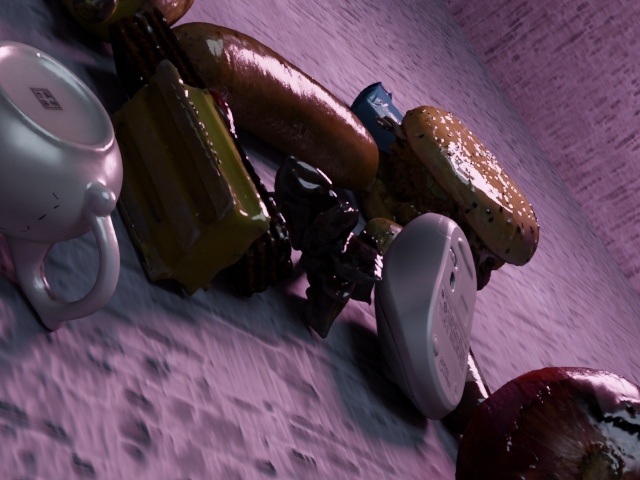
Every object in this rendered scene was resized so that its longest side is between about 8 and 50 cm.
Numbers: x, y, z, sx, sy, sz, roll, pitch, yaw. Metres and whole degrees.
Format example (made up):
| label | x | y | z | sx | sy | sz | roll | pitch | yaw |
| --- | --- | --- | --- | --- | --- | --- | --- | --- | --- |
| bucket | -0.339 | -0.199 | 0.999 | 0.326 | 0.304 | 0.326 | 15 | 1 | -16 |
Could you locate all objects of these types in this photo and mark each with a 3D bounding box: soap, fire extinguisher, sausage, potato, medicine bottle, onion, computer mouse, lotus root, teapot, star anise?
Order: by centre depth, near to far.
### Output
| label | x | y | z | sx | sy | sz | roll | pitch | yaw |
| --- | --- | --- | --- | --- | --- | --- | --- | --- | --- |
| teapot | -0.271 | -0.067 | 1.138 | 0.299 | 0.166 | 0.208 | 62 | 13 | 13 |
| soap | -0.154 | -0.069 | 1.401 | 0.076 | 0.135 | 0.233 | 25 | 30 | -52 |
| onion | 0.300 | 0.283 | 1.558 | 0.276 | 0.276 | 0.276 | 43 | 19 | -19 |
| star anise | 0.002 | 0.003 | 1.605 | 0.212 | 0.129 | 0.283 | 62 | -15 | 3 |
| lotus root | -0.260 | -0.341 | 1.690 | 0.169 | 0.141 | 0.314 | 45 | 28 | -5 |
| computer mouse | 0.129 | 0.095 | 1.716 | 0.184 | 0.121 | 0.296 | 66 | 30 | -44 |
| fire extinguisher | 0.203 | 0.213 | 1.775 | 0.099 | 0.071 | 0.231 | 41 | 19 | -41 |
| sausage | -0.060 | -0.195 | 1.882 | 0.501 | 0.123 | 0.136 | 26 | 46 | -52 |
| potato | 0.140 | 0.036 | 1.959 | 0.188 | 0.085 | 0.105 | 41 | 18 | -11 |
| medicine bottle | 0.146 | -0.182 | 2.403 | 0.258 | 0.079 | 0.124 | 52 | 18 | 6 |

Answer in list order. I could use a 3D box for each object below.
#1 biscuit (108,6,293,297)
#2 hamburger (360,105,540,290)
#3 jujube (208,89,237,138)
| label | x | y | z | sx | sy | sz | roll | pitch | yaw |
| --- | --- | --- | --- | --- | --- | --- | --- | --- | --- |
| biscuit | -0.145 | -0.108 | 1.532 | 0.388 | 0.073 | 0.107 | 58 | -17 | 26 |
| hamburger | 0.200 | -0.074 | 2.143 | 0.277 | 0.195 | 0.318 | 25 | 29 | -55 |
| jujube | -0.142 | -0.137 | 1.661 | 0.077 | 0.077 | 0.129 | 21 | 41 | -56 |
